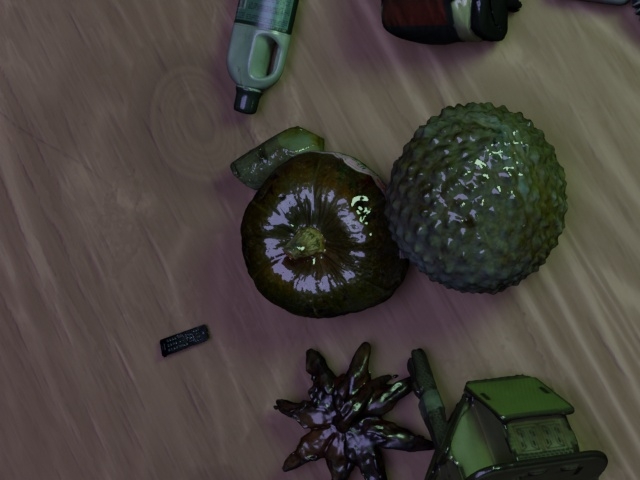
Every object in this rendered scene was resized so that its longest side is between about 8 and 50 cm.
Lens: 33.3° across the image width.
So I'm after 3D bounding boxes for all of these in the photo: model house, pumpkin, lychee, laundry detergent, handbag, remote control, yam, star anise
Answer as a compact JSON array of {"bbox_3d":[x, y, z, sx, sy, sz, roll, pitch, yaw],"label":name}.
[{"bbox_3d":[0.247,0.257,1.546,0.204,0.219,0.278,108,153,-47],"label":"model house"},{"bbox_3d":[-0.002,0.000,1.596,0.260,0.189,0.260,1,92,23],"label":"pumpkin"},{"bbox_3d":[0.218,-0.058,1.472,0.255,0.255,0.274,42,149,16],"label":"lychee"},{"bbox_3d":[-0.096,-0.311,1.691,0.099,0.070,0.225,14,96,15],"label":"laundry detergent"},{"bbox_3d":[0.190,-0.406,1.518,0.182,0.181,0.254,6,96,24],"label":"handbag"},{"bbox_3d":[-0.225,0.166,1.781,0.091,0.016,0.034,-21,68,21],"label":"remote control"},{"bbox_3d":[-0.067,-0.131,1.683,0.147,0.070,0.069,-28,81,21],"label":"yam"},{"bbox_3d":[0.042,0.284,1.628,0.272,0.102,0.271,-1,88,18],"label":"star anise"}]

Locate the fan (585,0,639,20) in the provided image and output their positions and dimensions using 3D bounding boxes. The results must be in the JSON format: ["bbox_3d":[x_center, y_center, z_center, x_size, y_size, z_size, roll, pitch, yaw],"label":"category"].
[{"bbox_3d":[0.438,-0.354,1.479,0.244,0.074,0.130,15,108,26],"label":"fan"}]
